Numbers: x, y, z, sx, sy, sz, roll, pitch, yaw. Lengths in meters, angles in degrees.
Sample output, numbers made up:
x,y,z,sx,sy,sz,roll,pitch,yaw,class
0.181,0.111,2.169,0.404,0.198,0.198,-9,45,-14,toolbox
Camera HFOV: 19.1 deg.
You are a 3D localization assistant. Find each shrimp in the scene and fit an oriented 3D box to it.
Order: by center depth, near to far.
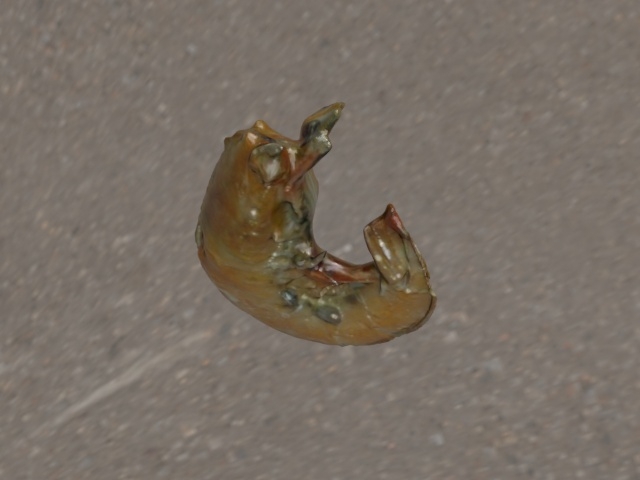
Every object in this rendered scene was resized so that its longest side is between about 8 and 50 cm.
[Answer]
x,y,z,sx,sy,sz,roll,pitch,yaw,class
0.000,-0.003,0.978,0.132,0.187,0.052,13,59,6,shrimp
